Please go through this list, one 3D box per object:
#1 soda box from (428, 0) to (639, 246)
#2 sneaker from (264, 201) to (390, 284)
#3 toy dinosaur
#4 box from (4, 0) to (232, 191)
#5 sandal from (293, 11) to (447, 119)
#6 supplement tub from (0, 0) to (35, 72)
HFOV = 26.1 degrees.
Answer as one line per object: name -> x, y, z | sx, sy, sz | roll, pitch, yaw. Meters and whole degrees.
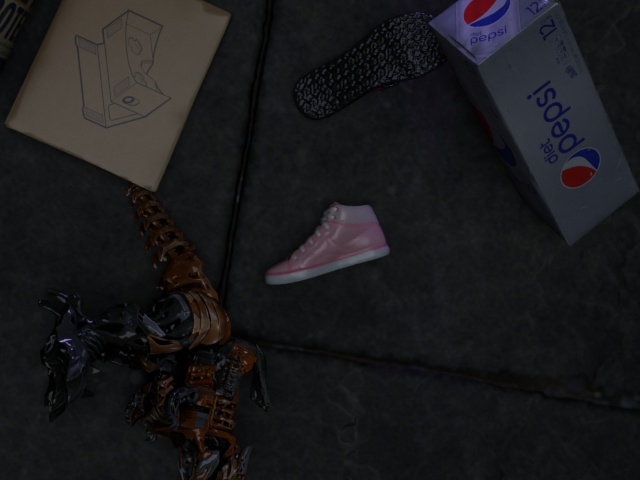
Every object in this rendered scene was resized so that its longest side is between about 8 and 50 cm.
soda box -> 0.212, -0.125, 1.340 | 0.098, 0.091, 0.286 | -38, 135, -1
sneaker -> 0.000, 0.000, 1.426 | 0.134, 0.051, 0.070 | -16, 94, -7
toy dinosaur -> -0.166, 0.108, 1.390 | 0.218, 0.164, 0.322 | -7, 56, -19
box -> -0.202, -0.172, 1.396 | 0.164, 0.021, 0.201 | 24, 85, -7
sandal -> 0.055, -0.182, 1.426 | 0.179, 0.040, 0.067 | -25, 91, 11
supplement tub -> -0.346, -0.321, 1.272 | 0.235, 0.235, 0.325 | 26, 92, -7
